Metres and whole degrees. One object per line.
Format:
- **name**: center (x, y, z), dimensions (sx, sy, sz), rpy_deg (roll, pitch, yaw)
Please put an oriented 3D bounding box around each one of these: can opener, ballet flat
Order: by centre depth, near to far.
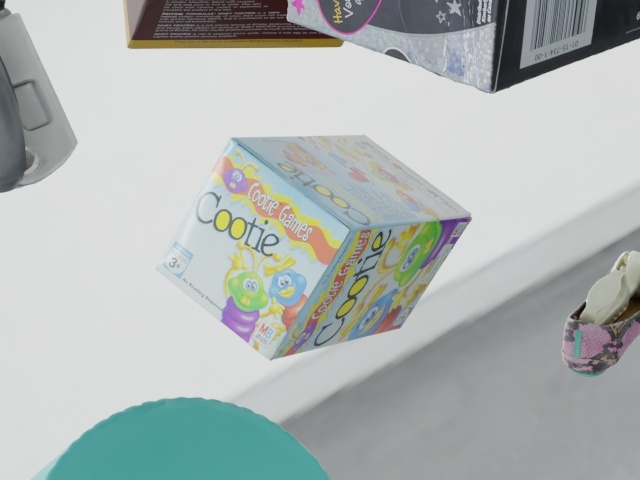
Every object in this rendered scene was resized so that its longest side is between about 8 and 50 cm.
- **can opener**: center (-0.233, -0.161, 1.182), dimensions (0.074, 0.280, 0.093), rpy_deg (-23, -9, -19)
- **ballet flat**: center (0.312, 0.059, 1.945), dimensions (0.077, 0.079, 0.221), rpy_deg (16, 33, 26)

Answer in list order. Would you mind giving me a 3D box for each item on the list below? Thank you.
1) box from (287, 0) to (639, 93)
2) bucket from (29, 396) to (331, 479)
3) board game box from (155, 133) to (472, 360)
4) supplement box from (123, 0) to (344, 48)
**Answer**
- **box**: center (0.114, -0.189, 0.941), dimensions (0.142, 0.163, 0.247), rpy_deg (25, 33, 37)
- **bucket**: center (-0.110, 0.251, 1.372), dimensions (0.281, 0.281, 0.183), rpy_deg (-41, -3, -22)
- **board game box**: center (0.000, 0.000, 1.715), dimensions (0.142, 0.144, 0.275), rpy_deg (-58, -20, 17)
- **supplement box**: center (-0.056, -0.253, 1.532), dimensions (0.191, 0.129, 0.194), rpy_deg (-2, -17, -14)
